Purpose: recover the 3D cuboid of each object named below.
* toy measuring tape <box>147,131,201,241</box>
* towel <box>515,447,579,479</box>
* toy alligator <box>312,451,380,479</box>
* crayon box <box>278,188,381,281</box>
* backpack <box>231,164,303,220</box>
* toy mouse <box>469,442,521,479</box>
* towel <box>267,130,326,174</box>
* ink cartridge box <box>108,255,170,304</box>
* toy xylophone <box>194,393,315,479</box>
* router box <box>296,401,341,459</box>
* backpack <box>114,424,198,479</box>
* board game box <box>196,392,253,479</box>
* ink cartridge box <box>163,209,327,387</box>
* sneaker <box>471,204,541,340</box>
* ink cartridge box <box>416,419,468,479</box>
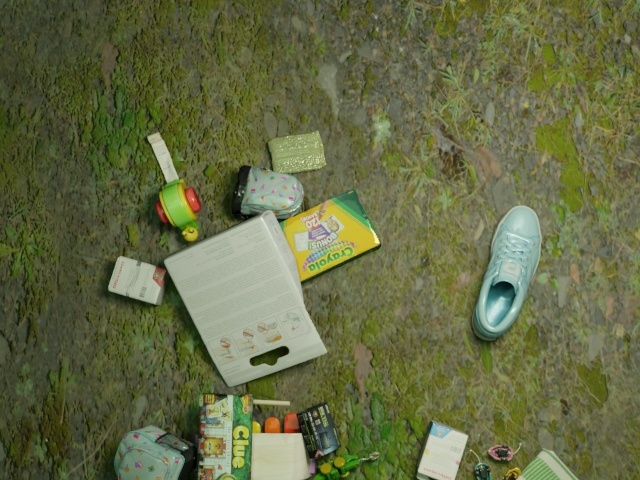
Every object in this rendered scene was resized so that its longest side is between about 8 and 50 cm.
[{"bbox_3d":[-0.401,-0.150,1.952,0.122,0.121,0.330,-22,81,0],"label":"toy measuring tape"},{"bbox_3d":[0.534,0.682,1.740,0.325,0.038,0.248,-36,80,-32],"label":"towel"},{"bbox_3d":[0.057,0.566,1.858,0.190,0.056,0.051,-23,38,-6],"label":"toy alligator"},{"bbox_3d":[0.000,0.000,1.922,0.279,0.081,0.165,-25,81,0],"label":"crayon box"},{"bbox_3d":[-0.136,-0.119,1.931,0.182,0.115,0.151,11,80,2],"label":"backpack"},{"bbox_3d":[0.437,0.564,1.840,0.143,0.031,0.161,28,84,7],"label":"toy mouse"},{"bbox_3d":[-0.064,-0.235,1.987,0.148,0.027,0.110,-11,82,1],"label":"towel"},{"bbox_3d":[-0.481,0.107,1.949,0.135,0.056,0.099,16,83,5],"label":"ink cartridge box"},{"bbox_3d":[-0.167,0.515,1.859,0.323,0.081,0.236,8,83,5],"label":"toy xylophone"},{"bbox_3d":[-0.004,0.480,1.848,0.038,0.092,0.122,-24,80,35],"label":"router box"},{"bbox_3d":[-0.426,0.560,1.834,0.188,0.144,0.165,26,103,24],"label":"backpack"},{"bbox_3d":[-0.237,0.512,1.809,0.136,0.030,0.259,0,82,2],"label":"board game box"},{"bbox_3d":[-0.184,0.154,1.881,0.308,0.091,0.384,-23,98,20],"label":"ink cartridge box"},{"bbox_3d":[0.485,0.079,1.846,0.135,0.150,0.365,15,83,5],"label":"sneaker"},{"bbox_3d":[0.299,0.534,1.823,0.092,0.090,0.143,19,85,6],"label":"ink cartridge box"}]
